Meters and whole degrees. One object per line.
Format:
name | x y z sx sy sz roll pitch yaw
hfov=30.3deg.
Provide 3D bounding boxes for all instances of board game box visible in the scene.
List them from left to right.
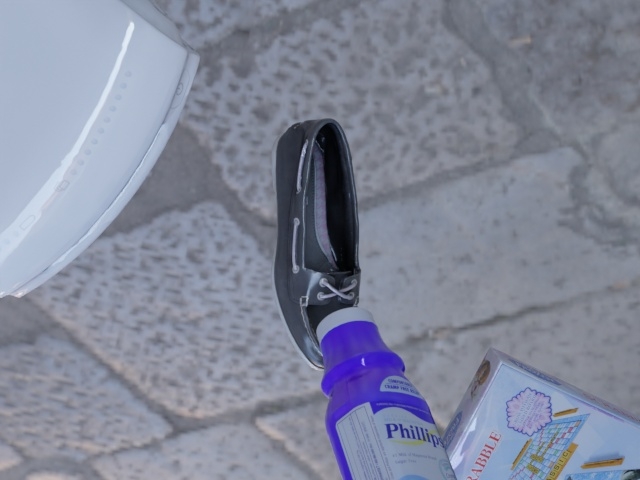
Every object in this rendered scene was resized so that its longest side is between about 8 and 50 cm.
board game box | 0.286 0.343 1.521 0.318 0.066 0.318 26 99 -10

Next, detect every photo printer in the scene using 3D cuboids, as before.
photo printer | -0.260 -0.127 0.893 0.307 0.107 0.256 40 98 11

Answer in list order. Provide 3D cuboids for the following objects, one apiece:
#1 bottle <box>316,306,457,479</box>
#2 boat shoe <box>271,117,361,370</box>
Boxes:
bottle | 0.065 0.199 1.223 0.118 0.283 0.092 20 128 -40
boat shoe | 0.000 0.000 1.559 0.112 0.335 0.095 1 167 -35
